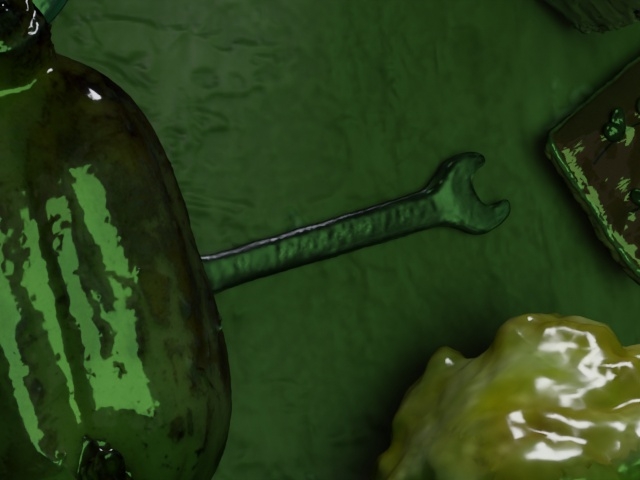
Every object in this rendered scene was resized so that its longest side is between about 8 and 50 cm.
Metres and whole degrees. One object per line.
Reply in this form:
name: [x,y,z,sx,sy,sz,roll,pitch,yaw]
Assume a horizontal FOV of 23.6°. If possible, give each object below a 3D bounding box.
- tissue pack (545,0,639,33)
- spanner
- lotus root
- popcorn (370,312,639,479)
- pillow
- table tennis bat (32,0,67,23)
tissue pack: [0.217,-0.328,0.946,0.242,0.125,0.344,47,73,-11]
spanner: [0.000,0.000,0.922,0.254,0.015,0.054,-17,96,-18]
lotus root: [-0.140,0.018,0.800,0.173,0.173,0.309,-14,94,-19]
popcorn: [0.144,0.188,0.861,0.250,0.235,0.242,51,56,-24]
pillow: [0.253,-0.080,0.997,0.232,0.043,0.126,-37,100,-17]
table tennis bat: [-0.213,-0.200,0.845,0.124,0.033,0.201,-34,102,-18]
